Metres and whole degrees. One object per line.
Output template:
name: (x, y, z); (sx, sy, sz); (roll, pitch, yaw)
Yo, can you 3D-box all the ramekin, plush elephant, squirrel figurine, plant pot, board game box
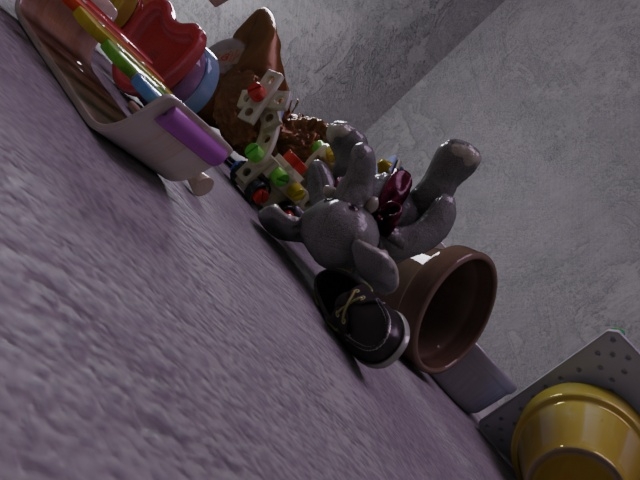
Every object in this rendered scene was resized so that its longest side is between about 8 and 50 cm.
ramekin: (0.327, 0.288, 1.540); (0.273, 0.127, 0.273); (46, 4, -4)
plush elephant: (0.061, -0.046, 1.013); (0.271, 0.330, 0.255); (21, 4, 20)
squirrel figurine: (-0.127, -0.259, 1.485); (0.397, 0.281, 0.370); (60, 1, 42)
plant pot: (0.195, 0.105, 1.326); (0.229, 0.263, 0.263); (29, -10, 42)
plant pot: (0.462, 0.406, 1.153); (0.254, 0.254, 0.239); (48, 19, 13)
board game box: (0.581, 0.419, 1.292); (0.390, 0.390, 0.050); (48, 36, 12)

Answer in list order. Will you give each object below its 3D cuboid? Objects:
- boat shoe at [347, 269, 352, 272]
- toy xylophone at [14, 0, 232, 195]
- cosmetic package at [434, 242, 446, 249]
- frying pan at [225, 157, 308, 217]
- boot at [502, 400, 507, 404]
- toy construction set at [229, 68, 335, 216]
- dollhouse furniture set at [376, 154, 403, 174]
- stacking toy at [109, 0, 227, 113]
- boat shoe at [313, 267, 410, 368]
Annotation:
boat shoe: (0.006, -0.053, 1.653); (0.302, 0.098, 0.109); (48, 4, 2)
toy xylophone: (-0.212, -0.175, 0.719); (0.323, 0.081, 0.236); (49, 4, 21)
cosmetic package: (0.210, 0.082, 1.597); (0.160, 0.113, 0.309); (47, -21, 5)
frying pan: (-0.069, -0.099, 1.414); (0.326, 0.053, 0.197); (49, 19, -18)
boot: (0.516, 0.488, 1.498); (0.262, 0.095, 0.203); (45, -13, 26)
toy construction set: (-0.047, -0.147, 1.199); (0.327, 0.215, 0.151); (43, 5, -44)
dollhouse furniture set: (0.077, -0.194, 1.758); (0.198, 0.303, 0.286); (48, 32, -16)
stacking toy: (-0.207, -0.338, 0.984); (0.309, 0.279, 0.130); (55, 9, 32)
boat shoe: (0.044, 0.095, 0.842); (0.068, 0.081, 0.228); (43, -2, -20)
